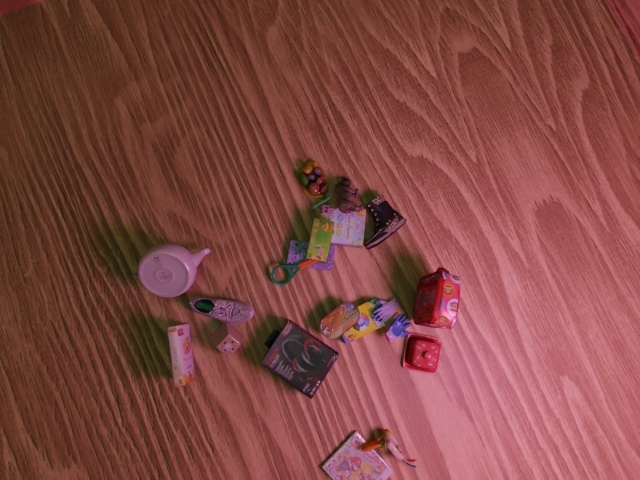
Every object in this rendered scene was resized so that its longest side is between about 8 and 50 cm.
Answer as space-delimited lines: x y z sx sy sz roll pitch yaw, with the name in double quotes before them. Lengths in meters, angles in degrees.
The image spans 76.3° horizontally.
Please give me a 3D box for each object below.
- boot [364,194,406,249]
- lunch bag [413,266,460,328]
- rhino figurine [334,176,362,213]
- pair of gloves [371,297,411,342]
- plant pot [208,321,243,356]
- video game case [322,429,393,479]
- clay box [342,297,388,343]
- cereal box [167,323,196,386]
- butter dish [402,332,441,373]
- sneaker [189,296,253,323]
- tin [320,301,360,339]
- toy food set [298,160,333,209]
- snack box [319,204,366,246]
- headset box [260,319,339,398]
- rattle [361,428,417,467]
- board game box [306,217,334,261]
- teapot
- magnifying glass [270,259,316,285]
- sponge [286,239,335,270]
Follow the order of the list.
"boot" 0.255 -0.085 1.864 0.236 0.085 0.179 -36 81 -13
"lunch bag" 0.490 0.236 1.713 0.120 0.293 0.258 14 77 -1
"rhino figurine" 0.118 -0.214 1.851 0.106 0.073 0.243 -1 49 -9
"pair of gloves" 0.314 0.344 1.796 0.159 0.023 0.198 -29 86 -33
"plant pot" -0.397 0.431 1.735 0.109 0.096 0.109 -47 111 -8
"video game case" 0.157 0.963 1.720 0.206 0.026 0.227 -43 84 -8
"clay box" 0.182 0.352 1.805 0.221 0.053 0.128 -25 82 -5
"cereal box" -0.578 0.473 1.704 0.047 0.173 0.240 -9 82 -3
"butter dish" 0.451 0.492 1.758 0.160 0.118 0.160 12 80 1
"sneaker" -0.432 0.305 1.763 0.281 0.115 0.105 6 81 -1
"tin" 0.084 0.347 1.759 0.189 0.040 0.106 -37 78 -5
"toy food set" -0.025 -0.271 1.890 0.128 0.071 0.218 -23 82 -5
"snack box" 0.097 -0.065 1.862 0.206 0.070 0.175 5 80 -2
"headset box" -0.100 0.494 1.745 0.293 0.110 0.218 34 82 4
"rattle" 0.294 0.903 1.700 0.142 0.130 0.200 -41 111 -12
"board game box" 0.000 0.000 1.792 0.092 0.043 0.182 10 81 4
"teapot" -0.653 0.111 1.761 0.255 0.187 0.253 26 108 -14
"magnifying glass" -0.116 0.127 1.825 0.230 0.026 0.092 -25 97 7
"sponge" -0.043 0.068 1.856 0.209 0.031 0.117 8 82 -1
